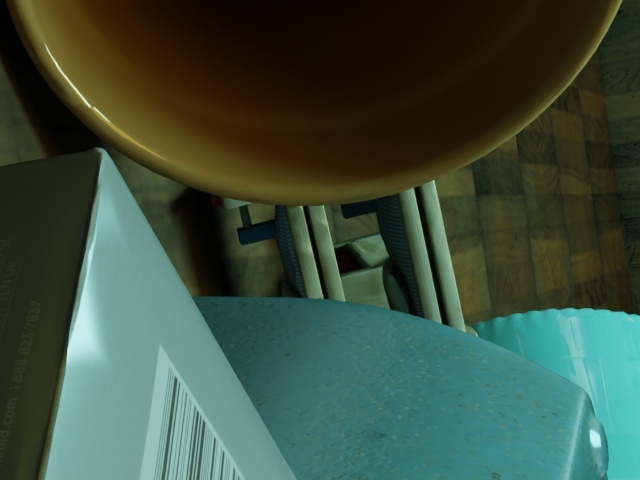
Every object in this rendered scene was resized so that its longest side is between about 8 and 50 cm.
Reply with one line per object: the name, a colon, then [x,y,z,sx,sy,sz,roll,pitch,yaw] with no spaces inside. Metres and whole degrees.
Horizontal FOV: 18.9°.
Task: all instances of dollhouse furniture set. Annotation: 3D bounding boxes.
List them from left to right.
dollhouse furniture set: [0.000,0.000,1.152,0.183,0.129,0.129,-130,-153,-74]

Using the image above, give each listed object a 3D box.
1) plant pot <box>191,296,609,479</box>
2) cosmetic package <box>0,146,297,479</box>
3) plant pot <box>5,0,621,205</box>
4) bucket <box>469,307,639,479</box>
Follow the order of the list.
plant pot: [-0.003,0.167,0.785,0.248,0.252,0.247,-60,140,-64]
cosmetic package: [-0.135,0.070,0.416,0.127,0.238,0.107,61,23,-44]
plant pot: [-0.012,-0.191,0.932,0.203,0.291,0.291,-104,175,-54]
bucket: [0.162,0.184,1.322,0.281,0.281,0.183,59,23,-53]
